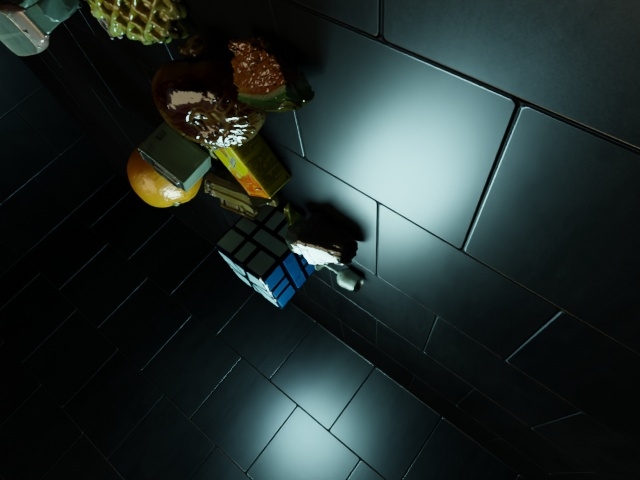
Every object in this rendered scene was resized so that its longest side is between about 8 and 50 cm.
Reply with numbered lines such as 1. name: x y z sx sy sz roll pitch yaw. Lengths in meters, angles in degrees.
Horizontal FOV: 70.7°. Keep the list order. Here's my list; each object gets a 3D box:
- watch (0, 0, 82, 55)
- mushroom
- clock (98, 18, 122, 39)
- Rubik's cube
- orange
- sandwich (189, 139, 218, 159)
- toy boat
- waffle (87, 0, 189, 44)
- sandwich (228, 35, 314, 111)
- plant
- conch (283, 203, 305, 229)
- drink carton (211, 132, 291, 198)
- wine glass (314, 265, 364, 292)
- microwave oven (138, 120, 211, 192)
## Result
1. watch: -0.911 -0.738 1.451 0.253 0.241 0.161 8 151 30
2. mushroom: -0.273 -0.350 1.121 0.297 0.163 0.278 -1 135 16
3. clock: -0.657 -0.677 1.412 0.129 0.041 0.087 32 157 40
4. Rubik's cube: -0.202 0.052 1.823 0.294 0.283 0.288 29 160 28
5. orange: -0.642 -0.286 1.880 0.312 0.312 0.312 36 162 14
6. sandwich: -0.449 -0.395 1.618 0.215 0.065 0.186 28 158 35
7. toy boat: -0.322 -0.178 1.755 0.446 0.136 0.162 24 131 46
8. waffle: -0.465 -0.602 1.067 0.317 0.073 0.297 12 151 24
9. sandwich: -0.101 -0.354 0.965 0.185 0.109 0.159 18 125 44
10. plant: 0.000 0.000 1.522 0.256 0.141 0.164 15 151 31
11. conch: -0.101 -0.074 1.646 0.089 0.074 0.121 -38 77 35
12. drink carton: -0.254 -0.295 1.388 0.155 0.111 0.351 15 148 53
13. wine glass: 0.075 0.130 1.767 0.195 0.079 0.079 31 160 30
14. microwave oven: -0.522 -0.297 1.629 0.205 0.163 0.129 40 165 -1
